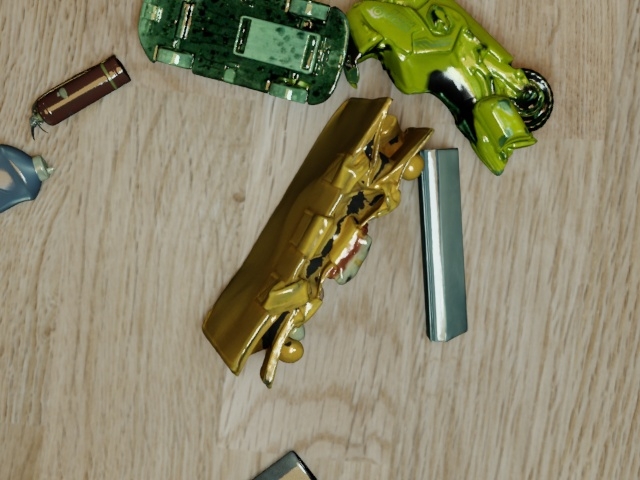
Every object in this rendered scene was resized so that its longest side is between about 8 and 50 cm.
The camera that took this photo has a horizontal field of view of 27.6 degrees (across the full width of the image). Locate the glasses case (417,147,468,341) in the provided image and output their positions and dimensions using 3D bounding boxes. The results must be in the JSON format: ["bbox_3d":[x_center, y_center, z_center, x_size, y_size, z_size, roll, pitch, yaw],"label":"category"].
[{"bbox_3d":[0.161,0.005,1.832,0.056,0.105,0.266,-2,94,24],"label":"glasses case"}]

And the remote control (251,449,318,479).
[{"bbox_3d":[-0.158,0.452,1.867,0.377,0.044,0.107,-37,98,1],"label":"remote control"}]

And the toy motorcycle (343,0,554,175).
[{"bbox_3d":[0.158,-0.239,1.785,0.206,0.142,0.342,-44,92,3],"label":"toy motorcycle"}]

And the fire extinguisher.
[{"bbox_3d":[-0.344,-0.203,1.821,0.158,0.043,0.064,-30,64,0],"label":"fire extinguisher"}]

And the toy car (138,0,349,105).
[{"bbox_3d":[-0.096,-0.278,1.784,0.306,0.125,0.136,17,98,19],"label":"toy car"}]

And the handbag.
[{"bbox_3d":[0.000,0.000,1.724,0.133,0.283,0.401,33,90,-7],"label":"handbag"}]

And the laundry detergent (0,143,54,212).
[{"bbox_3d":[-0.472,-0.073,1.816,0.206,0.061,0.097,-20,92,-1],"label":"laundry detergent"}]
